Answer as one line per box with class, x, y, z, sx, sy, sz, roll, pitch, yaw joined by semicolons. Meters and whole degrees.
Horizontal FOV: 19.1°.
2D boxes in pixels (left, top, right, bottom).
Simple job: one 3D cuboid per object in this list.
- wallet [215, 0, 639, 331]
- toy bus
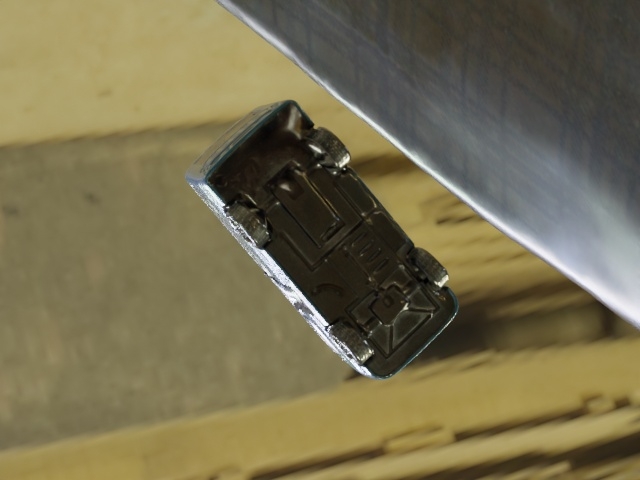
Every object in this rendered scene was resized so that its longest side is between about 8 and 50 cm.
wallet;0.028;-0.078;0.338;0.044;0.317;0.169;-25;138;-27
toy bus;0.000;0.000;0.562;0.038;0.083;0.046;-43;-165;-11
